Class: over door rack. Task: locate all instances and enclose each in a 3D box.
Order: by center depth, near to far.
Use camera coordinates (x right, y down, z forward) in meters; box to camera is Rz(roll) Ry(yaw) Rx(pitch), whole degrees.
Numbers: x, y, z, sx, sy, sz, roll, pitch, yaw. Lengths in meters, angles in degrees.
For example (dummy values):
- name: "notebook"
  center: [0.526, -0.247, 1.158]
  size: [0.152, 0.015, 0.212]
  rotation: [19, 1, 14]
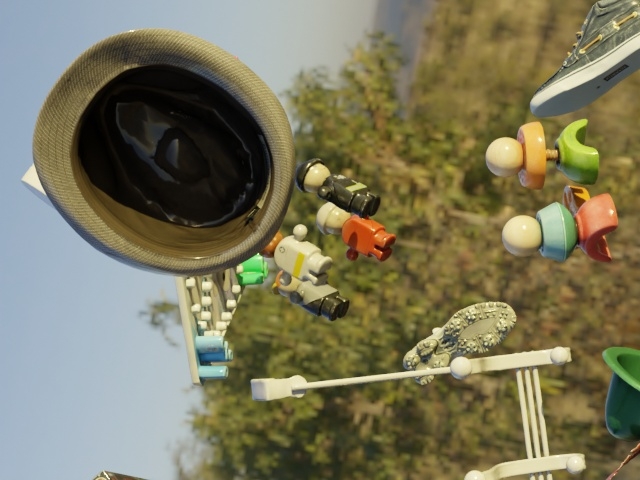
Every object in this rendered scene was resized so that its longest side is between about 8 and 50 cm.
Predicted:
- name: "over door rack"
  center: [0.103, 0.238, 1.361]
  size: [0.108, 0.324, 0.239]
  rotation: [90, 174, -85]

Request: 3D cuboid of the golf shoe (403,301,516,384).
- name: "golf shoe"
  center: [0.199, 0.134, 1.959]
  size: [0.069, 0.176, 0.086]
  rotation: [60, -161, 1]

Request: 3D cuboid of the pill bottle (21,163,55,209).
- name: "pill bottle"
  center: [-0.308, -0.126, 1.825]
  size: [0.180, 0.108, 0.108]
  rotation: [-54, -6, -11]

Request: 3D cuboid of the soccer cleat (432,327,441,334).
- name: "soccer cleat"
  center: [0.236, 0.172, 2.482]
  size: [0.029, 0.083, 0.036]
  rotation: [-32, -43, -32]

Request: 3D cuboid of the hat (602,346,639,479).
- name: "hat"
  center: [0.418, 0.263, 1.874]
  size: [0.173, 0.208, 0.183]
  rotation: [44, 117, 51]

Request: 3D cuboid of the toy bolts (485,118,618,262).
- name: "toy bolts"
  center: [0.334, -0.041, 2.067]
  size: [0.228, 0.158, 0.218]
  rotation: [-97, 2, -48]

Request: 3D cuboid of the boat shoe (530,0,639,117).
- name: "boat shoe"
  center: [0.321, -0.221, 1.651]
  size: [0.065, 0.183, 0.083]
  rotation: [19, -134, -53]

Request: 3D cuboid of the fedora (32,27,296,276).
- name: "fedora"
  center: [-0.159, -0.094, 1.457]
  size: [0.244, 0.275, 0.124]
  rotation: [-58, 14, 6]

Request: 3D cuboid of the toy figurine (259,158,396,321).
- name: "toy figurine"
  center: [0.000, 0.000, 2.217]
  size: [0.209, 0.148, 0.213]
  rotation: [-53, -28, -14]

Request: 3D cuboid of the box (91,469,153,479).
- name: "box"
  center: [-0.290, 0.385, 1.861]
  size: [0.159, 0.044, 0.233]
  rotation: [-42, -21, 2]

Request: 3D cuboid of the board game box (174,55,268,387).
- name: "board game box"
  center: [-0.152, -0.042, 2.054]
  size: [0.390, 0.050, 0.390]
  rotation: [-71, -24, -66]
